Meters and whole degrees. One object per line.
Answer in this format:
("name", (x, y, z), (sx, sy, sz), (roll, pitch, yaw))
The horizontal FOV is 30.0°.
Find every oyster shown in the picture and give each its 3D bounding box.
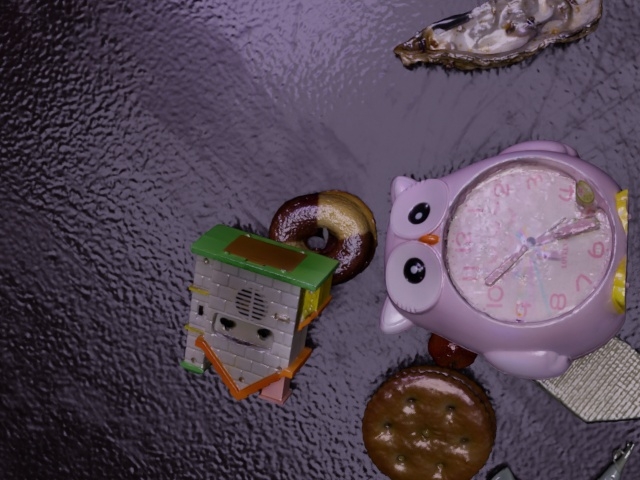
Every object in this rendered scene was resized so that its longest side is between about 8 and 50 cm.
("oyster", (0.287, -0.341, 1.933), (0.345, 0.078, 0.128), (-15, 70, 9))

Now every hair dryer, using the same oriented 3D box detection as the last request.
("hair dryer", (0.416, 0.403, 1.963), (0.206, 0.075, 0.237), (44, 89, 9))

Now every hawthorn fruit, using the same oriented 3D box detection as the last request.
("hawthorn fruit", (0.218, 0.164, 1.957), (0.093, 0.093, 0.093), (0, 93, 6))

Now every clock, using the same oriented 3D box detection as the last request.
("clock", (0.288, 0.030, 1.845), (0.377, 0.250, 0.368), (1, 76, 18))
("clock", (-0.106, 0.130, 1.949), (0.220, 0.106, 0.255), (18, 117, 15))

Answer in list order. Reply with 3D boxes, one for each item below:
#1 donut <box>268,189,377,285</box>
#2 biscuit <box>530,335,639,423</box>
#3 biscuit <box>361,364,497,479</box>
("donut", (0.000, 0.000, 1.977), (0.184, 0.073, 0.166), (3, 96, 8))
("biscuit", (0.429, 0.202, 1.947), (0.252, 0.052, 0.150), (37, 92, 6))
("biscuit", (0.177, 0.307, 1.952), (0.220, 0.066, 0.220), (3, 108, 10))
